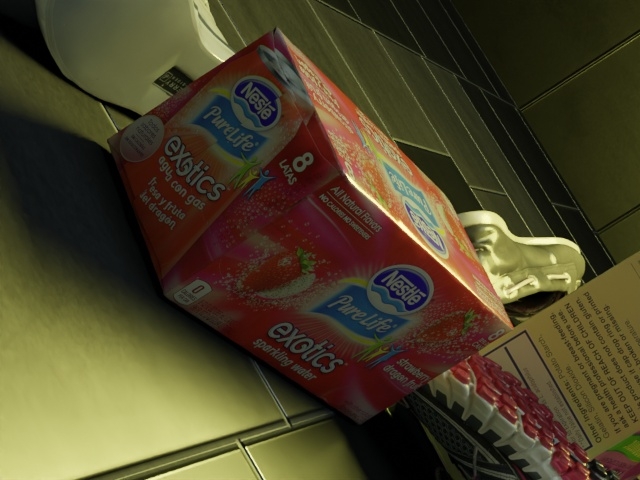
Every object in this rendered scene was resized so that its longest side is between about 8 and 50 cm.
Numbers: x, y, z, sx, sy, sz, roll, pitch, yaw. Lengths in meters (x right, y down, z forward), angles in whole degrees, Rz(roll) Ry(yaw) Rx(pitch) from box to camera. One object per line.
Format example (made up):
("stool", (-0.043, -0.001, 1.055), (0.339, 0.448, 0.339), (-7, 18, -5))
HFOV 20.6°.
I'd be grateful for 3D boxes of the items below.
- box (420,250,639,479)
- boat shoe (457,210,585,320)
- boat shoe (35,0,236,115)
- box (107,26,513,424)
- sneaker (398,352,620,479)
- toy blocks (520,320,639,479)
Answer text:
("box", (0.224, 0.117, 1.374), (0.117, 0.243, 0.213), (62, 13, 18))
("boat shoe", (0.186, 0.045, 1.756), (0.335, 0.112, 0.096), (17, 59, -63))
("boat shoe", (-0.118, -0.137, 1.092), (0.084, 0.095, 0.258), (58, 1, 22))
("box", (0.000, 0.000, 1.082), (0.257, 0.128, 0.123), (40, 21, -54))
("sneaker", (0.130, 0.174, 1.217), (0.299, 0.112, 0.121), (45, 11, 7))
("toy blocks", (0.363, 0.221, 1.859), (0.381, 0.190, 0.261), (43, 24, -12))
